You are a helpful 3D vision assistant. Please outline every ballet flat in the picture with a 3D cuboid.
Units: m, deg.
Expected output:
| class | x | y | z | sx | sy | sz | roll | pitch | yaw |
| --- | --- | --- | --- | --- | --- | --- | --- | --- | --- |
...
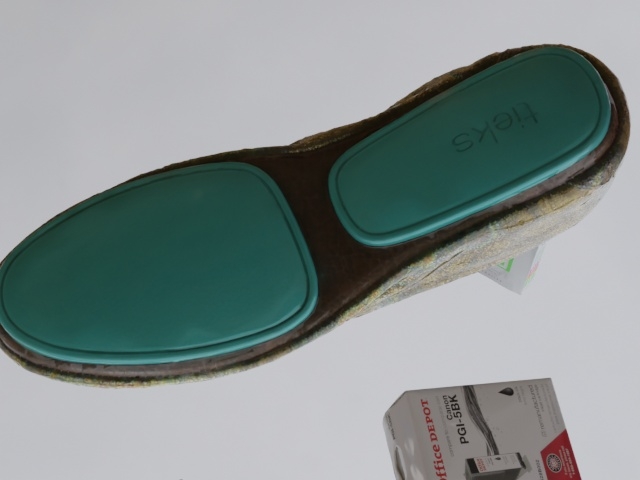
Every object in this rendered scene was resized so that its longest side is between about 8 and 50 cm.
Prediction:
| class | x | y | z | sx | sy | sz | roll | pitch | yaw |
| --- | --- | --- | --- | --- | --- | --- | --- | --- | --- |
| ballet flat | 0.000 | 0.000 | 0.822 | 0.348 | 0.123 | 0.123 | -22 | -160 | 0 |

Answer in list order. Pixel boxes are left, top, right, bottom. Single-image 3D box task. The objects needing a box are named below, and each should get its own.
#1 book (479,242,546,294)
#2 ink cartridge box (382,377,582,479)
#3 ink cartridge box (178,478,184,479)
| class | x | y | z | sx | sy | sz | roll | pitch | yaw |
| --- | --- | --- | --- | --- | --- | --- | --- | --- | --- |
| book | 0.144 | -0.026 | 1.253 | 0.096 | 0.144 | 0.035 | 34 | -122 | 18 |
| ink cartridge box | 0.130 | 0.169 | 1.242 | 0.135 | 0.099 | 0.056 | -3 | 153 | -21 |
| ink cartridge box | -0.216 | 0.497 | 1.721 | 0.285 | 0.395 | 0.166 | -26 | -130 | -23 |
